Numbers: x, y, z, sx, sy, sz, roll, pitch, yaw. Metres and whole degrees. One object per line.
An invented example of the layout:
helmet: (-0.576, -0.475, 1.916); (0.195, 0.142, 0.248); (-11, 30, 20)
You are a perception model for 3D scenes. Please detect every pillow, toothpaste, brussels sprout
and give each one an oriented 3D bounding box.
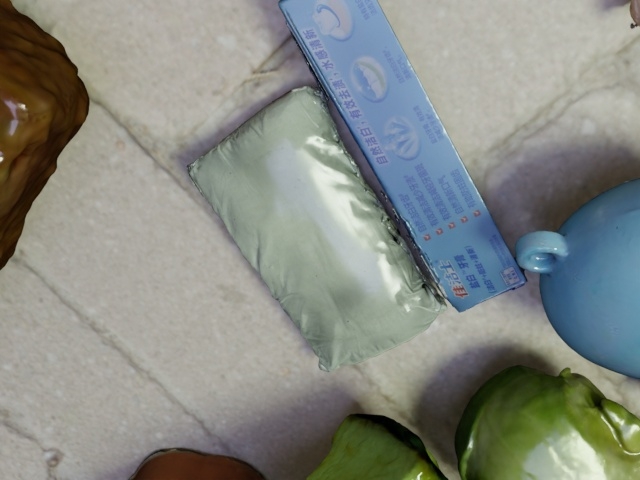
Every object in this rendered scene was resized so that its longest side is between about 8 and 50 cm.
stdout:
pillow: (0.000, 0.000, 0.543); (0.128, 0.051, 0.229); (-28, 105, 16)
toothpaste: (0.066, -0.072, 0.502); (0.066, 0.053, 0.272); (-28, 107, 14)
brussels sprout: (0.201, 0.187, 0.560); (0.183, 0.131, 0.145); (33, 93, -6)

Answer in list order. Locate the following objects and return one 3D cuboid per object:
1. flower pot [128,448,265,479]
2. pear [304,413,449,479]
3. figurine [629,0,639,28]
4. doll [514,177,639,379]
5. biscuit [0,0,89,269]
flower pot: (-0.134, 0.332, 0.647); (0.191, 0.173, 0.190); (2, 115, 5)
pear: (0.030, 0.312, 0.556); (0.255, 0.164, 0.238); (-40, 107, -16)
figurine: (0.182, -0.253, 0.363); (0.200, 0.133, 0.276); (-28, 113, 6)
doll: (0.287, 0.031, 0.471); (0.314, 0.141, 0.177); (9, 146, -9)
biscuit: (-0.389, -0.073, 0.502); (0.343, 0.166, 0.395); (38, 115, -11)
